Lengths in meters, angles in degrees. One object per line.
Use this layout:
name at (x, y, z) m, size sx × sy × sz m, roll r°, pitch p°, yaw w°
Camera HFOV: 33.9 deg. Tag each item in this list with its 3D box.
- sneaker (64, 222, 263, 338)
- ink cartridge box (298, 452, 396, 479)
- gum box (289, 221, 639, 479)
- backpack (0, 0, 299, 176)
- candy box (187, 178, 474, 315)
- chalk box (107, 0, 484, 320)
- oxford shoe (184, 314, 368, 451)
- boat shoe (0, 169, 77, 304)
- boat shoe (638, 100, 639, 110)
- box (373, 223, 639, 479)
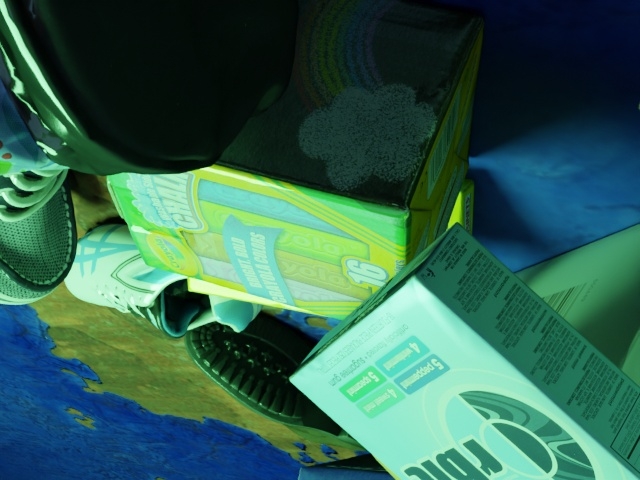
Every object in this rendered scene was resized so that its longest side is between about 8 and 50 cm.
sneaker at (-0.137, 0.036, 0.853) m, size 0.237 × 0.086 × 0.085 m, roll -5°, pitch 143°, yaw 42°
ink cartridge box at (0.087, 0.215, 0.861) m, size 0.165 × 0.065 × 0.333 m, roll 2°, pitch 174°, yaw 17°
gum box at (0.089, 0.094, 0.509) m, size 0.184 × 0.041 × 0.157 m, roll 42°, pitch 148°, yaw 0°
backpack at (-0.218, -0.164, 0.420) m, size 0.355 × 0.273 × 0.290 m, roll 25°, pitch 142°, yaw 26°
candy box at (0.000, 0.000, 0.701) m, size 0.206 × 0.027 × 0.105 m, roll 8°, pitch 116°, yaw 24°
chalk box at (-0.034, -0.056, 0.573) m, size 0.213 × 0.132 × 0.132 m, roll 16°, pitch 151°, yaw 14°
oxford shoe at (-0.033, 0.137, 0.957) m, size 0.227 × 0.083 × 0.096 m, roll 33°, pitch 152°, yaw -18°
boat shoe at (-0.207, -0.056, 0.692) m, size 0.158 × 0.127 × 0.340 m, roll 15°, pitch 149°, yaw 25°
boat shoe at (0.183, -0.072, 0.398) m, size 0.123 × 0.123 × 0.342 m, roll 15°, pitch 151°, yaw 13°
box at (0.238, 0.175, 0.644) m, size 0.345 × 0.168 × 0.215 m, roll 47°, pitch 147°, yaw -9°
